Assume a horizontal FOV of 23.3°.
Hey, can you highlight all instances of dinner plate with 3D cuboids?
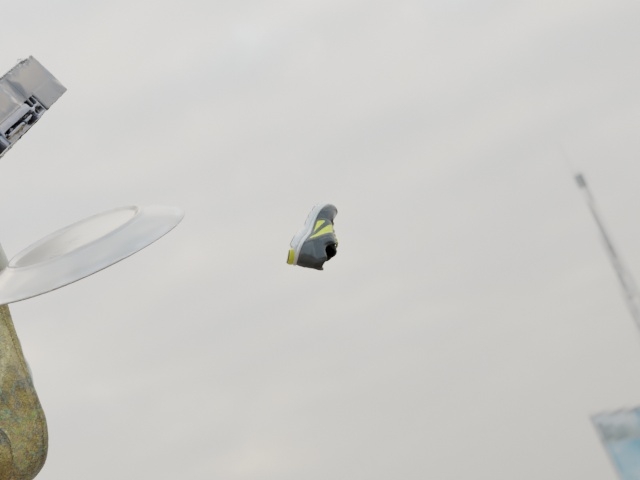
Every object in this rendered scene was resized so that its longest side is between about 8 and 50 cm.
[{"bbox_3d":[-0.154,0.004,0.988,0.141,0.017,0.141,-22,14,6],"label":"dinner plate"}]

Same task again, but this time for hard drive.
[{"bbox_3d":[-0.413,-0.034,1.571,0.339,0.064,0.237,-41,11,18],"label":"hard drive"}]

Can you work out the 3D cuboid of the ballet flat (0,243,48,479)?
[{"bbox_3d":[-0.318,0.062,1.387,0.123,0.348,0.123,-15,-16,-4],"label":"ballet flat"}]

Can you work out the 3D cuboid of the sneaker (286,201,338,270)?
[{"bbox_3d":[0.000,0.000,1.258,0.083,0.035,0.031,-56,-12,-49],"label":"sneaker"}]
